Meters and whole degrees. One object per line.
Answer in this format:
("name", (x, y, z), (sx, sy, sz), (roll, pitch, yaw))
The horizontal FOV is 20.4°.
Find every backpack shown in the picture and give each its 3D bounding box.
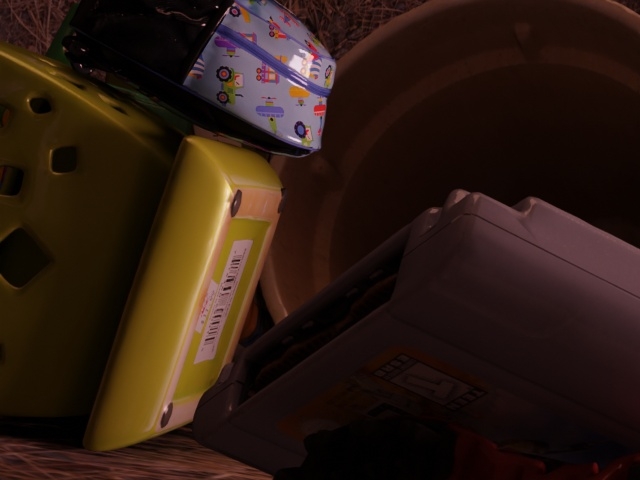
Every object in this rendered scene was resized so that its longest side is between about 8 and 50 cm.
("backpack", (-0.062, -0.128, 1.123), (0.173, 0.117, 0.158), (28, 4, -7))

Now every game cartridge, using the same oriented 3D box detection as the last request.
("game cartridge", (0.080, 0.080, 0.849), (0.198, 0.062, 0.297), (29, -31, -13))

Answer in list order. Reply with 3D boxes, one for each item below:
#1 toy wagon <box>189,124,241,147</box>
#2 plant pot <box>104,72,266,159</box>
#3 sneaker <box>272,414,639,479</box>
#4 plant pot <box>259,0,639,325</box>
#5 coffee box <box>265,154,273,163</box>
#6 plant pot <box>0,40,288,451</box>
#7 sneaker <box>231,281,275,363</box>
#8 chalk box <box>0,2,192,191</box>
("toy wagon", (-0.118, -0.031, 1.640), (0.068, 0.267, 0.344), (-7, -13, -15))
("plant pot", (-0.150, -0.069, 2.071), (0.274, 0.294, 0.275), (17, 0, 0))
("sneaker", (0.104, 0.141, 0.786), (0.276, 0.098, 0.135), (1, -23, 38))
("plant pot", (0.166, 0.029, 1.330), (0.333, 0.334, 0.305), (14, -17, 30))
("coffee box", (0.000, 0.000, 1.851), (0.141, 0.247, 0.098), (11, 3, -12))
("plant pot", (-0.153, 0.010, 1.135), (0.207, 0.228, 0.227), (19, 2, 10))
("sneaker", (-0.048, 0.078, 1.369), (0.131, 0.112, 0.296), (-19, -30, 24))
("chalk box", (-0.234, -0.060, 1.478), (0.179, 0.289, 0.180), (11, 2, -34))
